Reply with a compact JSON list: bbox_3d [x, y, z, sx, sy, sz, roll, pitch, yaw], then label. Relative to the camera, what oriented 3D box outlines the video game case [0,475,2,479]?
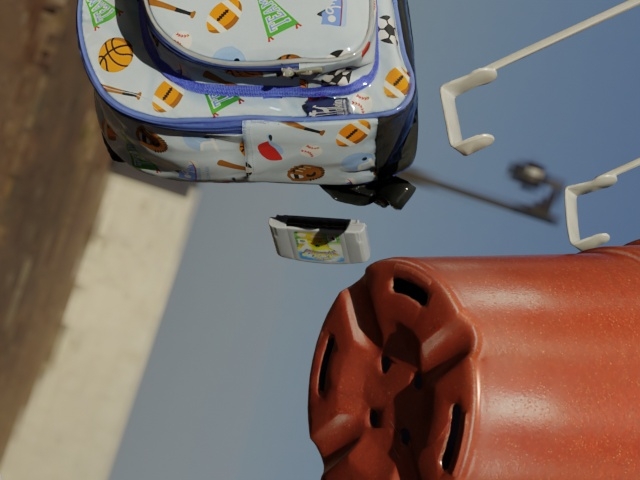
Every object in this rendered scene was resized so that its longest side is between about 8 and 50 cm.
[{"bbox_3d":[-0.331,0.152,1.722,0.206,0.026,0.227,55,19,-81],"label":"video game case"}]

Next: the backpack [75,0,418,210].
[{"bbox_3d":[-0.061,-0.165,1.552,0.213,0.263,0.276,73,10,-56],"label":"backpack"}]

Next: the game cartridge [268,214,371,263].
[{"bbox_3d":[0.000,0.000,1.664,0.056,0.083,0.017,73,23,-59],"label":"game cartridge"}]

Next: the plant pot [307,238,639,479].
[{"bbox_3d":[0.152,0.121,1.424,0.272,0.265,0.272,-10,-102,55],"label":"plant pot"}]

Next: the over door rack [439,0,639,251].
[{"bbox_3d":[0.265,-0.150,1.496,0.324,0.239,0.108,-34,-126,18],"label":"over door rack"}]
